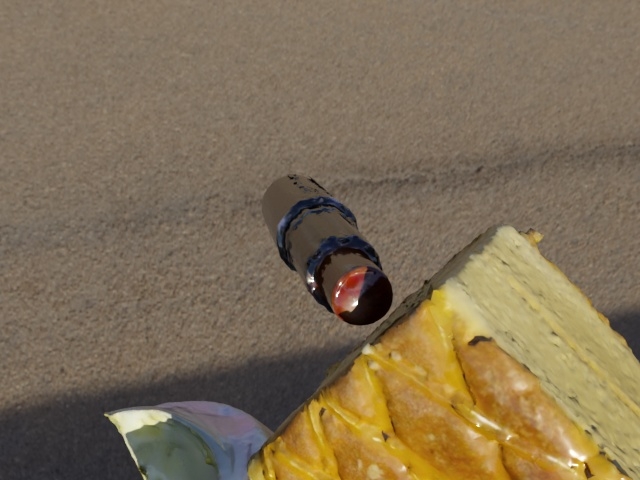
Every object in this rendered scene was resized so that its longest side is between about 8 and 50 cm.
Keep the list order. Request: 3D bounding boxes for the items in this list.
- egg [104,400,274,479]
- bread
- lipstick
[{"bbox_3d":[-0.087,0.265,0.719,0.162,0.206,0.271,-27,37,-6],"label":"egg"},{"bbox_3d":[0.125,0.179,0.585,0.279,0.279,0.207,48,32,3],"label":"bread"},{"bbox_3d":[0.000,0.000,0.660,0.081,0.081,0.299,-2,16,-12],"label":"lipstick"}]
